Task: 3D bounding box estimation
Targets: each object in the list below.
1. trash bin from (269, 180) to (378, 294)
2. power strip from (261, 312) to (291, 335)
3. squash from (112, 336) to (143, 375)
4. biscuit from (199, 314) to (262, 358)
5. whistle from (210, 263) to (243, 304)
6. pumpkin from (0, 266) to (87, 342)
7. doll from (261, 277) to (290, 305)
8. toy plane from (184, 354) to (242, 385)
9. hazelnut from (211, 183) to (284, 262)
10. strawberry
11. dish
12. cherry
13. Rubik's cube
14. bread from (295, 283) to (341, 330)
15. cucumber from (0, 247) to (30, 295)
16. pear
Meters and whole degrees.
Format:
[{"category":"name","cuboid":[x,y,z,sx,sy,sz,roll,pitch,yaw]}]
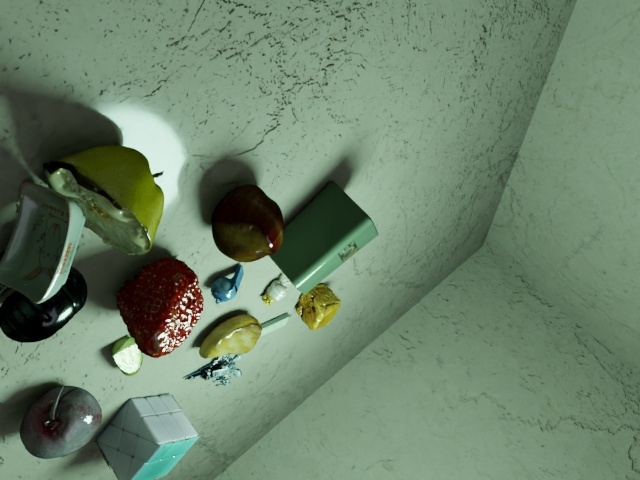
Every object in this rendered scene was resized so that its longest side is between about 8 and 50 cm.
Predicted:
[{"category":"trash bin","cuboid":[0.000,0.000,1.853,0.343,0.223,0.158,-43,154,-2]},{"category":"power strip","cuboid":[-0.212,0.366,2.291,0.252,0.027,0.060,-19,144,-43]},{"category":"squash","cuboid":[-0.600,0.386,1.685,0.200,0.075,0.090,100,16,-52]},{"category":"biscuit","cuboid":[-0.331,0.366,2.041,0.213,0.091,0.274,-46,153,8]},{"category":"whistle","cuboid":[-0.317,0.148,1.775,0.090,0.090,0.158,101,2,-49]},{"category":"pumpkin","cuboid":[-0.617,0.137,1.186,0.202,0.140,0.202,-35,-163,12]},{"category":"doll","cuboid":[-0.168,0.193,2.069,0.127,0.073,0.084,-43,-172,4]},{"category":"toy plane","cuboid":[-0.428,0.528,2.148,0.246,0.078,0.170,-10,111,-45]},{"category":"hazelnut","cuboid":[-0.204,-0.045,1.525,0.229,0.229,0.230,-35,153,-21]},{"category":"strawberry","cuboid":[-0.429,0.193,1.472,0.261,0.257,0.261,-32,143,-28]},{"category":"dish","cuboid":[-0.545,0.004,1.061,0.077,0.151,0.213,11,99,-66]},{"category":"cherry","cuboid":[-0.746,0.526,1.543,0.213,0.184,0.266,-30,149,-13]},{"category":"Rubik's cube","cuboid":[-0.636,0.731,1.965,0.231,0.221,0.224,-49,154,7]},{"category":"bread","cuboid":[-0.012,0.292,2.358,0.158,0.149,0.143,-20,147,-53]},{"category":"cucumber","cuboid":[-0.637,0.038,1.129,0.265,0.077,0.077,-43,155,-10]},{"category":"pear","cuboid":[-0.424,-0.111,1.116,0.267,0.266,0.178,90,23,-56]}]
